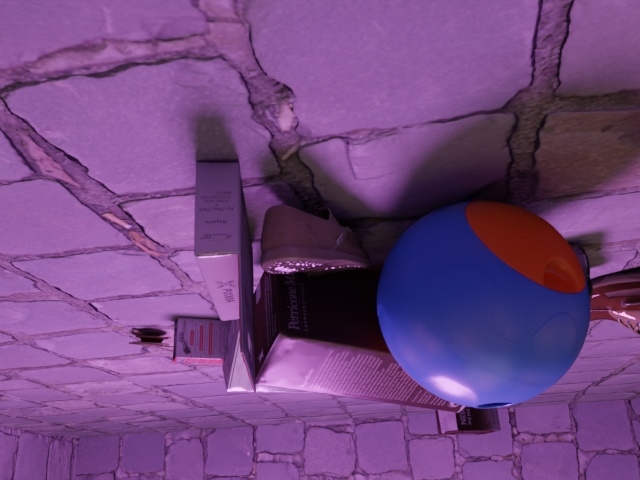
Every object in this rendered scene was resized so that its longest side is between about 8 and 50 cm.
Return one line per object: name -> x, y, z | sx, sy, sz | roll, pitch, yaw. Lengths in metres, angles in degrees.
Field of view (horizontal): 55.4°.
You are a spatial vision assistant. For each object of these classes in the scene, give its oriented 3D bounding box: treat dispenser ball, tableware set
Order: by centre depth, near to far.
treat dispenser ball -> 0.223, 0.087, 0.858 | 0.287, 0.289, 0.288 | -2, 157, -1
tableware set -> -0.351, 0.236, 1.458 | 0.194, 0.039, 0.128 | 4, 168, -2

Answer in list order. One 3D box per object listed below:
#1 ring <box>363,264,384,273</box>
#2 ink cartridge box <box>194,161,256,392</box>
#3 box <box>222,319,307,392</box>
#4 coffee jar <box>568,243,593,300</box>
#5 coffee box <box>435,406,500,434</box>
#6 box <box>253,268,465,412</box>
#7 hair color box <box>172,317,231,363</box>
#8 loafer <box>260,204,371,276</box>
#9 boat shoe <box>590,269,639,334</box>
ring -> 0.125, 0.169, 1.217 | 0.336, 0.032, 0.337 | -5, 136, -5
ink cartridge box -> -0.124, 0.065, 0.823 | 0.060, 0.239, 0.275 | -2, 157, -3
box -> -0.057, 0.242, 1.334 | 0.289, 0.087, 0.169 | 6, 114, -20
coffee jar -> 0.445, 0.073, 1.115 | 0.096, 0.079, 0.184 | -13, 155, 22
coffee box -> 0.379, 0.387, 1.627 | 0.141, 0.247, 0.098 | 7, 155, -21
box -> 0.082, 0.157, 1.042 | 0.380, 0.191, 0.143 | 11, 129, -18
hair color box -> -0.246, 0.229, 1.380 | 0.167, 0.093, 0.053 | 7, 155, -20
loafer -> 0.000, 0.000, 0.885 | 0.101, 0.092, 0.268 | -11, 172, 21
boat shoe -> 0.636, 0.125, 1.207 | 0.122, 0.120, 0.324 | 15, 151, -35
